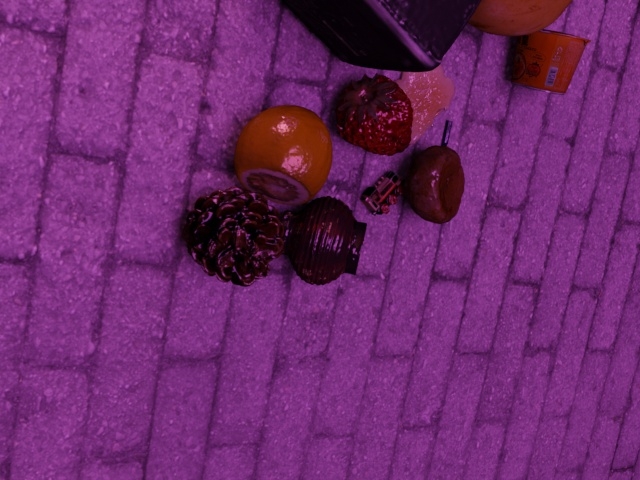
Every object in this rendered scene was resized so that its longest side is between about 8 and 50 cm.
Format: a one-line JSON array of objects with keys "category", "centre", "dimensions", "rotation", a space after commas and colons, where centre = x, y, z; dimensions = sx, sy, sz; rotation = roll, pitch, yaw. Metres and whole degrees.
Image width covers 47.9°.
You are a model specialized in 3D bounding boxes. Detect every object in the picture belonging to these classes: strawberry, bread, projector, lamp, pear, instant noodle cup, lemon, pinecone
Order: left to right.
[{"category": "pinecone", "centre": [-0.206, -0.011, 1.711], "dimensions": [0.243, 0.257, 0.243], "rotation": [0, 102, 2]}, {"category": "lemon", "centre": [-0.083, -0.219, 1.743], "dimensions": [0.240, 0.240, 0.219], "rotation": [30, 66, -33]}, {"category": "lamp", "centre": [0.000, 0.000, 1.857], "dimensions": [0.247, 0.247, 0.247], "rotation": [-9, 107, -29]}, {"category": "projector", "centre": [0.088, -0.588, 1.642], "dimensions": [0.395, 0.405, 0.242], "rotation": [36, 84, -34]}, {"category": "strawberry", "centre": [0.157, -0.305, 1.903], "dimensions": [0.205, 0.205, 0.244], "rotation": [-50, 143, -11]}, {"category": "bread", "centre": [0.271, -0.397, 2.023], "dimensions": [0.251, 0.039, 0.182], "rotation": [-49, 122, -11]}, {"category": "bread", "centre": [0.320, -0.158, 2.045], "dimensions": [0.230, 0.123, 0.230], "rotation": [-11, 103, -57]}, {"category": "pear", "centre": [0.518, -0.719, 1.928], "dimensions": [0.348, 0.348, 0.348], "rotation": [-9, 107, -29]}, {"category": "instant noodle cup", "centre": [0.669, -0.535, 2.139], "dimensions": [0.215, 0.216, 0.172], "rotation": [0, 111, -31]}]

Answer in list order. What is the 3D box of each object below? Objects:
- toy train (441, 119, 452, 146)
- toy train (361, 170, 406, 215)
[{"category": "toy train", "centre": [0.372, -0.311, 2.120], "dimensions": [0.017, 0.017, 0.083], "rotation": [5, 101, -31]}, {"category": "toy train", "centre": [0.181, -0.136, 2.031], "dimensions": [0.138, 0.050, 0.087], "rotation": [-48, 118, -12]}]
